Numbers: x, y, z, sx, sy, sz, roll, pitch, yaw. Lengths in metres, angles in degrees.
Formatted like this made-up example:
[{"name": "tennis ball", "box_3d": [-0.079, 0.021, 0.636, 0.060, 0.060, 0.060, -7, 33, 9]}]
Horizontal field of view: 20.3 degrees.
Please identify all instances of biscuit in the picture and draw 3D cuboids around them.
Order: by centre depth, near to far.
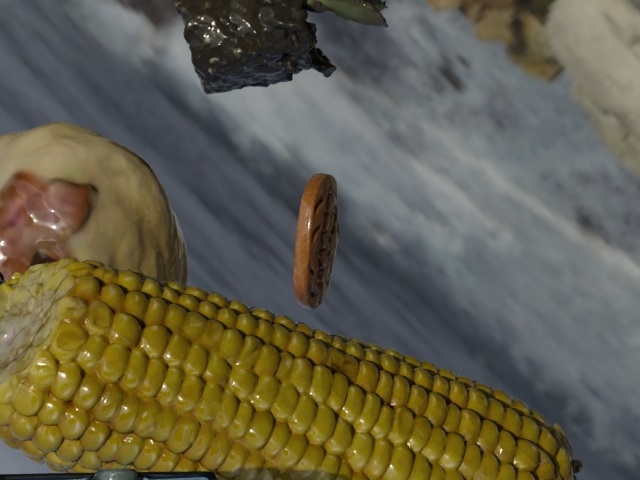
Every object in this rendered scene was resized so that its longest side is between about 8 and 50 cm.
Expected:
[{"name": "biscuit", "box_3d": [0.000, 0.000, 1.202, 0.015, 0.091, 0.078, 7, -170, 16]}]

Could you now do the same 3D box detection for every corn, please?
[{"name": "corn", "box_3d": [-0.016, 0.113, 1.032, 0.387, 0.144, 0.144, 23, 177, -24]}]

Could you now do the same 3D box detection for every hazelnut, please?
[{"name": "hazelnut", "box_3d": [-0.224, 0.040, 1.513, 0.241, 0.261, 0.261, 45, 168, 23]}]

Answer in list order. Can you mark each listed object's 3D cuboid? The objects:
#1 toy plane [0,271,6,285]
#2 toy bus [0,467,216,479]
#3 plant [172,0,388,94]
[{"name": "toy plane", "box_3d": [-0.229, 0.046, 1.179, 0.197, 0.078, 0.053, 20, 132, 35]}, {"name": "toy bus", "box_3d": [-0.123, 0.132, 0.837, 0.061, 0.153, 0.051, 34, -126, -82]}, {"name": "plant", "box_3d": [-0.040, -0.227, 1.759, 0.131, 0.203, 0.142, 57, -161, -66]}]
